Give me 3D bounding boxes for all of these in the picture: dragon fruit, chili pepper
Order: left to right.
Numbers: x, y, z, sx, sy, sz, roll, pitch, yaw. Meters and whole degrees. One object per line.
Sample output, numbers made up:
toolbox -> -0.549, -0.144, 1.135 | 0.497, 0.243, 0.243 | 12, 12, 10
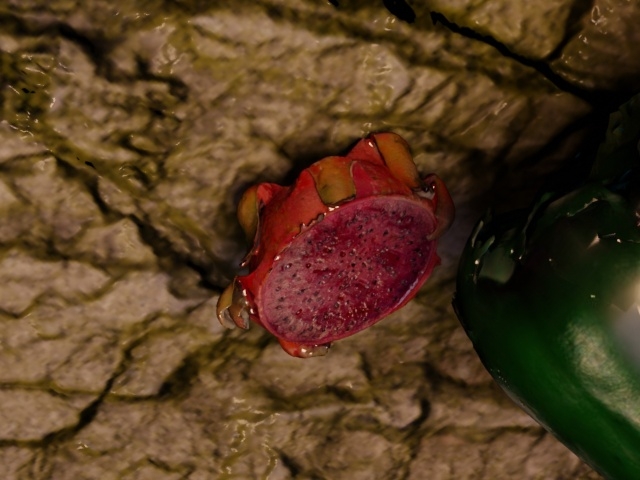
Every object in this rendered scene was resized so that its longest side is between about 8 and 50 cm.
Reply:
dragon fruit -> 0.005, -0.001, 0.837 | 0.126, 0.068, 0.112 | -43, 140, 7
chili pepper -> 0.210, 0.035, 0.771 | 0.256, 0.233, 0.248 | 45, 124, -2
